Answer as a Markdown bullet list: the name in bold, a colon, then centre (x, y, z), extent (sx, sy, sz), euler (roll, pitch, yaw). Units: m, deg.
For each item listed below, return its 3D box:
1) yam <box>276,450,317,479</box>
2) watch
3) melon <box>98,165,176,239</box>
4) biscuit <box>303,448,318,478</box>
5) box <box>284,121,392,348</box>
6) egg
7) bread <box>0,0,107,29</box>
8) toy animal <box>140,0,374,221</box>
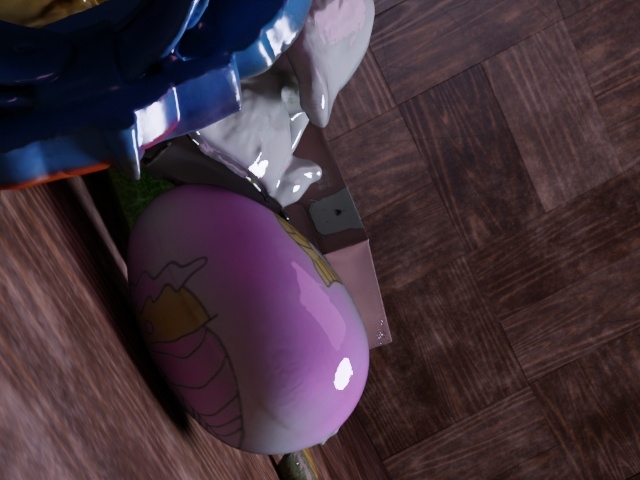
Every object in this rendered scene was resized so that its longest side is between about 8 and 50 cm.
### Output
- **yam**: centre (-0.024, 0.305, 1.603), extent (0.094, 0.043, 0.043), euler (61, 1, 15)
- **watch**: centre (-0.161, -0.210, 0.929), extent (0.241, 0.305, 0.274), euler (-118, -173, -57)
- **melon**: centre (-0.163, -0.065, 1.394), extent (0.124, 0.196, 0.323), euler (-57, -138, 37)
- **biscuit**: centre (-0.059, 0.244, 1.826), extent (0.220, 0.029, 0.142), euler (63, 2, 22)
- **box**: centre (0.000, 0.000, 1.421), extent (0.215, 0.086, 0.215), euler (74, -3, -51)
- **egg**: centre (-0.073, 0.072, 1.182), extent (0.271, 0.196, 0.196), euler (49, 3, -9)
- **bread**: centre (-0.257, -0.276, 1.182), extent (0.236, 0.183, 0.388), euler (61, 0, 24)
- **toy animal**: centre (-0.050, -0.156, 1.245), extent (0.174, 0.289, 0.249), euler (30, 4, -14)
